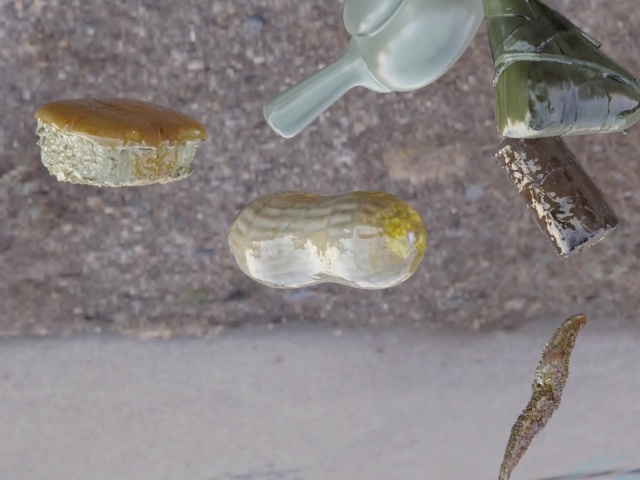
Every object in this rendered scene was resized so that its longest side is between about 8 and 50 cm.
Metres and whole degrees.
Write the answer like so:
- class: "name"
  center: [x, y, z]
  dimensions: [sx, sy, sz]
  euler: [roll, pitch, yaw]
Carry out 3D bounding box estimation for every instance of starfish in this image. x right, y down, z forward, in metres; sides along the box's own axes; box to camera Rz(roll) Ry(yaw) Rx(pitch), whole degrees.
- class: "starfish"
  center: [0.249, 0.169, 1.416]
  dimensions: [0.043, 0.227, 0.240]
  euler: [19, 163, 14]

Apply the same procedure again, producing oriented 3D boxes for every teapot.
- class: "teapot"
  center: [0.081, -0.254, 1.638]
  dimensions: [0.149, 0.318, 0.220]
  euler: [35, 168, -22]

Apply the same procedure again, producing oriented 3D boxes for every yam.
- class: "yam"
  center: [0.239, -0.052, 1.292]
  dimensions: [0.079, 0.141, 0.079]
  euler: [-29, 164, -9]

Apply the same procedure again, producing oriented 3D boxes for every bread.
- class: "bread"
  center: [-0.287, -0.142, 1.809]
  dimensions: [0.174, 0.121, 0.245]
  euler: [12, -171, 32]

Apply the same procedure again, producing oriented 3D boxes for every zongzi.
- class: "zongzi"
  center: [0.153, -0.124, 0.800]
  dimensions: [0.109, 0.119, 0.055]
  euler: [-5, 170, -31]

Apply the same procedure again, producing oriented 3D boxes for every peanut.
- class: "peanut"
  center: [0.000, 0.000, 1.072]
  dimensions: [0.206, 0.087, 0.087]
  euler: [1, 164, 43]
